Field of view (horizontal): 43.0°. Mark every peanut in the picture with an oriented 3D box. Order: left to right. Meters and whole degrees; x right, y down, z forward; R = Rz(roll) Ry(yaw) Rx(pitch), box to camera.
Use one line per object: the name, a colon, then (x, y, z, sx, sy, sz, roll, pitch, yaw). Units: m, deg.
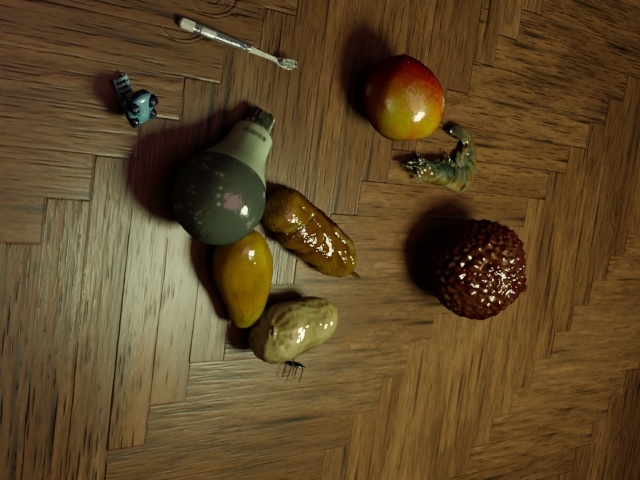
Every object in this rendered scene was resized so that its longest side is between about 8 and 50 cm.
peanut: (-0.056, 0.189, 1.782, 0.224, 0.129, 0.129, -22, 113, -42)

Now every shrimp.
shrimp: (0.309, -0.216, 2.050, 0.296, 0.058, 0.169, 7, 89, -45)

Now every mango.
mango: (-0.158, 0.074, 1.690, 0.136, 0.099, 0.227, -26, 124, -39)

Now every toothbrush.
toothbrush: (-0.160, -0.390, 1.627, 0.288, 0.026, 0.024, 13, 89, -41)

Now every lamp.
lamp: (-0.186, -0.143, 1.590, 0.182, 0.182, 0.314, 29, 61, -40)

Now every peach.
peach: (0.183, -0.325, 1.828, 0.197, 0.197, 0.197, -11, 107, -38)

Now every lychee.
lychee: (0.403, 0.072, 2.053, 0.300, 0.264, 0.264, 18, 88, -20)

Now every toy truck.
toy truck: (-0.343, -0.258, 1.480, 0.056, 0.090, 0.073, -35, 165, -30)

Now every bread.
bread: (-0.001, 0.000, 1.813, 0.344, 0.084, 0.124, 41, 74, -39)

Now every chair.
chair: (-0.057, 0.279, 1.860, 0.042, 0.037, 0.086, 8, 99, -29)
